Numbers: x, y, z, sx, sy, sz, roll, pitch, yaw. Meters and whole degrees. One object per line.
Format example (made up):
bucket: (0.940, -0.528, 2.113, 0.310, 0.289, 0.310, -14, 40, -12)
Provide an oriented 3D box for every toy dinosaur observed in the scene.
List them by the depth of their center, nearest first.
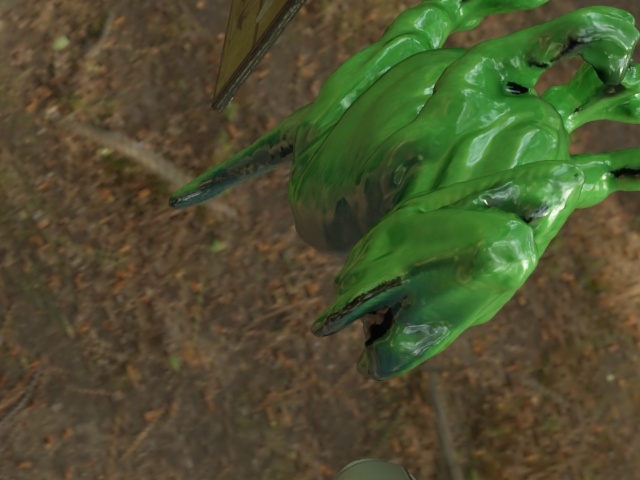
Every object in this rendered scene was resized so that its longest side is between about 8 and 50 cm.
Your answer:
toy dinosaur: (0.000, 0.000, 0.847, 0.144, 0.500, 0.374, 52, 44, -12)

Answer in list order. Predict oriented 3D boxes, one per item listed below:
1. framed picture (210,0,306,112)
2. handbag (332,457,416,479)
framed picture: (-0.009, -0.292, 1.332, 0.014, 0.338, 0.255, 19, 58, -18)
handbag: (0.035, 0.331, 1.400, 0.109, 0.315, 0.241, 29, 98, -9)
